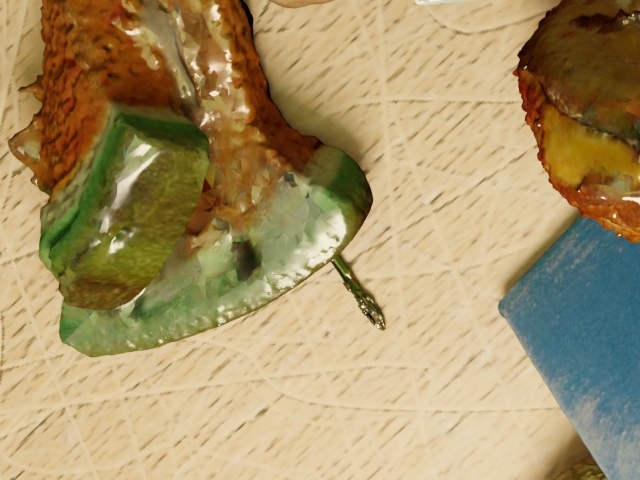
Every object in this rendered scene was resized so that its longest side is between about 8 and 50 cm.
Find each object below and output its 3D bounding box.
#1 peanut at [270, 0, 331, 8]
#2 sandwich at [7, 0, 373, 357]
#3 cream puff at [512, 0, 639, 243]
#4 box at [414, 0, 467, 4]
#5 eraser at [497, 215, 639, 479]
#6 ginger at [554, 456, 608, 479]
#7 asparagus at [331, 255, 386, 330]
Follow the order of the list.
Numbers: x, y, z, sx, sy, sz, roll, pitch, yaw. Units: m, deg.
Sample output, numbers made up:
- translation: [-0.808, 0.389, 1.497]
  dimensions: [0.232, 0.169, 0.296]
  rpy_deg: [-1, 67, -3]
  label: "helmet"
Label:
- translation: [-0.040, -0.226, 1.356]
  dimensions: [0.152, 0.076, 0.076]
  rpy_deg: [44, 104, -3]
  label: "peanut"
- translation: [-0.117, -0.078, 1.347]
  dimensions: [0.250, 0.162, 0.301]
  rpy_deg: [-17, 96, 15]
  label: "sandwich"
- translation: [0.246, -0.086, 1.262]
  dimensions: [0.240, 0.240, 0.164]
  rpy_deg: [4, 124, 8]
  label: "cream puff"
- translation: [0.106, -0.232, 1.231]
  dimensions: [0.079, 0.269, 0.135]
  rpy_deg: [-4, 101, 10]
  label: "box"
- translation: [0.230, 0.090, 1.268]
  dimensions: [0.042, 0.312, 0.144]
  rpy_deg: [32, 107, -34]
  label: "eraser"
- translation: [0.182, 0.278, 1.396]
  dimensions: [0.116, 0.109, 0.263]
  rpy_deg: [13, 108, 2]
  label: "ginger"
- translation: [0.000, 0.000, 1.420]
  dimensions: [0.013, 0.016, 0.166]
  rpy_deg: [-37, 92, -20]
  label: "asparagus"
